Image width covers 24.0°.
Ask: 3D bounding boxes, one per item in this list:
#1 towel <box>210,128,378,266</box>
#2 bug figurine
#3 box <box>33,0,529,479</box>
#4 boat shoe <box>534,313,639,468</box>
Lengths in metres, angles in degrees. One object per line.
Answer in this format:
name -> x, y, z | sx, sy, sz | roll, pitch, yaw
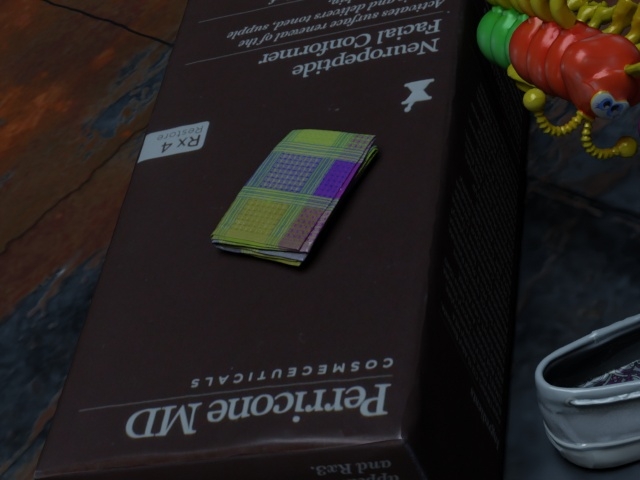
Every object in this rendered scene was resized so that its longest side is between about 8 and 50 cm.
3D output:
towel -> -0.013, -0.023, 0.741 | 0.060, 0.009, 0.083 | 8, 52, 35
bug figurine -> 0.178, -0.064, 0.753 | 0.072, 0.279, 0.216 | -63, 24, 10
box -> 0.000, 0.000, 0.822 | 0.191, 0.143, 0.381 | -9, 46, 21
boat shoe -> 0.190, 0.048, 0.722 | 0.184, 0.063, 0.066 | -18, 42, 12
